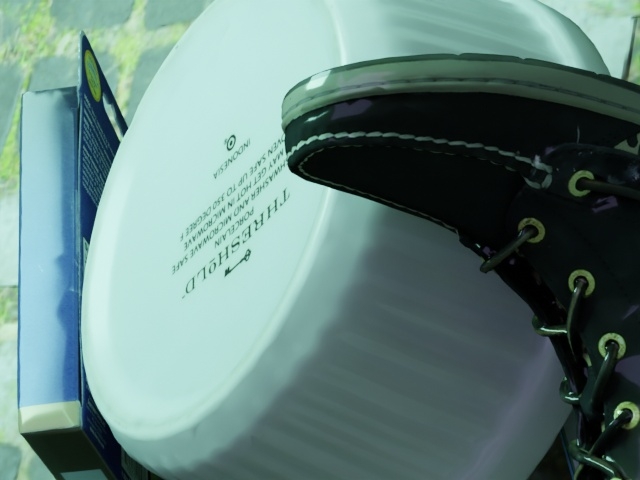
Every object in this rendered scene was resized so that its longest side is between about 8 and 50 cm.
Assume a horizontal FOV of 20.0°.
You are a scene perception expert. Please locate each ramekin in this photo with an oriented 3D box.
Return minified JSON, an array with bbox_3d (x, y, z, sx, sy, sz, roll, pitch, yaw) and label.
[{"bbox_3d":[0.000,0.000,0.800,0.273,0.127,0.273,-37,42,43],"label":"ramekin"}]

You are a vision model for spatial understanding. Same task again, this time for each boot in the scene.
[{"bbox_3d":[0.093,0.039,0.638,0.085,0.236,0.178,138,141,-70],"label":"boot"}]

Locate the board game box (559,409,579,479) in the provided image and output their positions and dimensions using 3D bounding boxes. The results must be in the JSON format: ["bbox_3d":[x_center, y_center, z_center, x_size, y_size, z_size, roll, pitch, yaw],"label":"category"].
[{"bbox_3d":[0.244,0.039,0.697,0.316,0.064,0.242,-27,54,24],"label":"board game box"}]

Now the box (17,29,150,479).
[{"bbox_3d":[-0.119,0.020,0.930,0.037,0.136,0.225,-7,61,6],"label":"box"}]
